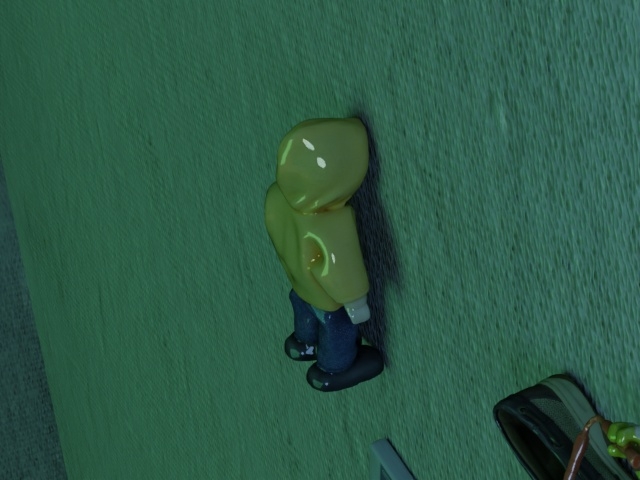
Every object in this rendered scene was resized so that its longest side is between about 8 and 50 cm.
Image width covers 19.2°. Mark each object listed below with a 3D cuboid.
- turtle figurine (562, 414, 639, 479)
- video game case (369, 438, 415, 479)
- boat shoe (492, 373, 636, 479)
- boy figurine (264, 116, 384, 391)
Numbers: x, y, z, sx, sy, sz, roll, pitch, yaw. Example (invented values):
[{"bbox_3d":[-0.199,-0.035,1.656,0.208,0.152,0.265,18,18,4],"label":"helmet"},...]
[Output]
[{"bbox_3d":[0.261,0.243,1.292,0.217,0.087,0.269,-26,66,61],"label":"turtle figurine"},{"bbox_3d":[0.099,0.330,1.912,0.201,0.023,0.183,-127,27,-44],"label":"video game case"},{"bbox_3d":[0.203,0.203,1.442,0.080,0.073,0.223,100,148,-52],"label":"boat shoe"},{"bbox_3d":[0.000,0.000,1.815,0.177,0.092,0.285,-132,32,-52],"label":"boy figurine"}]
